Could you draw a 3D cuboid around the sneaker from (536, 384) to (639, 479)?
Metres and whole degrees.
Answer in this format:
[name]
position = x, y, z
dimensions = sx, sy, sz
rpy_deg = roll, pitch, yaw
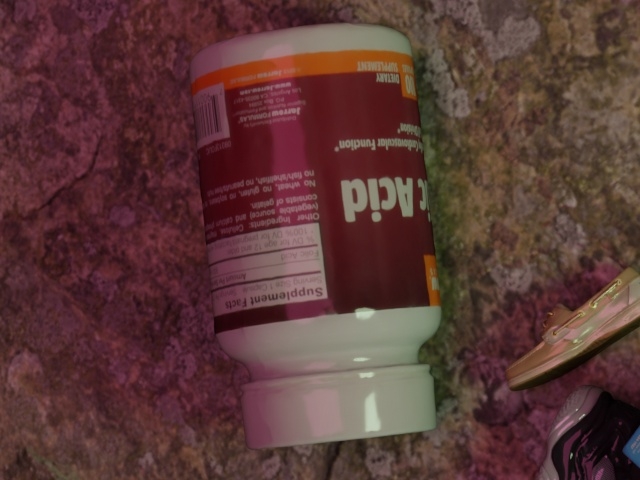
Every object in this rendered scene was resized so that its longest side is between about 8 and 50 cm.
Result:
[sneaker]
position = 0.276, 0.280, 1.854
dimensions = 0.153, 0.101, 0.268
rpy_deg = 13, 91, 26

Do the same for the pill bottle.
[pill bottle]
position = 0.000, 0.000, 1.922
dimensions = 0.224, 0.224, 0.392
rpy_deg = -8, 85, 23

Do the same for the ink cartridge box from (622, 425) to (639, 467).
[ink cartridge box]
position = 0.370, 0.205, 1.735
dimensions = 0.180, 0.060, 0.104
rpy_deg = 44, 111, 29

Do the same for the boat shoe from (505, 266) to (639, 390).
[boat shoe]
position = 0.246, 0.085, 1.901
dimensions = 0.170, 0.063, 0.059
rpy_deg = -32, 73, 10
